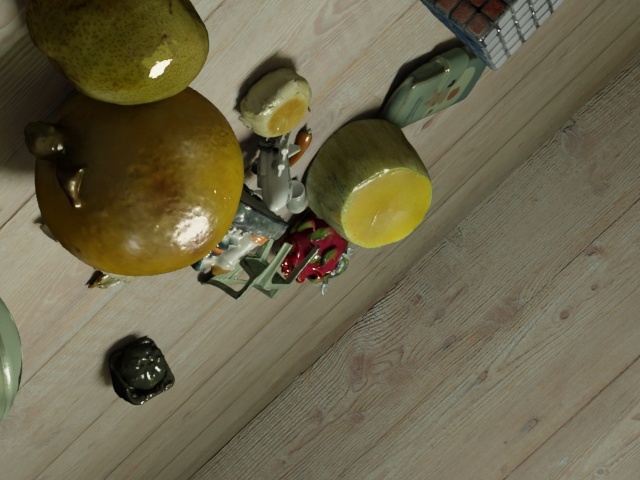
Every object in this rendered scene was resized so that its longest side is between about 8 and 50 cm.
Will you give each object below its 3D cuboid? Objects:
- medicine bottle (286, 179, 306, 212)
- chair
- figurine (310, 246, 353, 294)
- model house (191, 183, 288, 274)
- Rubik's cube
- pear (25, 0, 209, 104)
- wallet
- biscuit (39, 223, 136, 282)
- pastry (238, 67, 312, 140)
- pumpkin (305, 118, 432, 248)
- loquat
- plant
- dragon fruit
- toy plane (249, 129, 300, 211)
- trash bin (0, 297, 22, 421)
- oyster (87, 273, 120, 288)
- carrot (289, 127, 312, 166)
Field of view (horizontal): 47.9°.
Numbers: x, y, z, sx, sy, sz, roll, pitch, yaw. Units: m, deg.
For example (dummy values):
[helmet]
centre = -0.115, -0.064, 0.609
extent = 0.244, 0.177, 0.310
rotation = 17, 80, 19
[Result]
[medicine bottle]
centre = -0.068, -0.117, 1.933
extent = 0.058, 0.058, 0.091
rotation = -38, 161, -13
[chair]
centre = -0.175, 0.070, 1.977
extent = 0.275, 0.190, 0.203
rotation = -55, 157, 11
[figurine]
centre = 0.004, 0.080, 2.383
extent = 0.265, 0.140, 0.193
rotation = 3, 109, -48
[model house]
centre = -0.259, -0.006, 1.604
extent = 0.301, 0.190, 0.271
rotation = -44, 162, 8
[Rubik's cube]
centre = 0.367, -0.555, 1.583
extent = 0.238, 0.237, 0.237
rotation = -47, 161, 14
[pear]
centre = -0.272, -0.284, 0.959
extent = 0.211, 0.228, 0.188
rotation = -27, -154, 2
[wallet]
centre = 0.315, -0.426, 1.998
extent = 0.360, 0.083, 0.252
rotation = -29, 162, -32
[biscuit]
centre = -0.399, -0.004, 1.421
extent = 0.179, 0.084, 0.281
rotation = -35, 153, 8
[pastry]
centre = -0.091, -0.284, 1.490
extent = 0.166, 0.088, 0.166
rotation = -38, 160, -16
[pumpkin]
centre = 0.144, -0.139, 1.926
extent = 0.332, 0.199, 0.332
rotation = -15, 128, -19
[loquat]
centre = -0.301, -0.107, 1.122
extent = 0.328, 0.328, 0.359
rotation = -48, 147, 16
[plant]
centre = -0.496, 0.364, 1.984
extent = 0.141, 0.164, 0.256
rotation = -25, 170, -32
[dragon fruit]
centre = -0.009, 0.001, 2.137
extent = 0.273, 0.198, 0.218
rotation = -56, 140, -32
[toy plane]
centre = -0.105, -0.155, 1.610
extent = 0.255, 0.101, 0.251
rotation = -83, -170, -46
[trash bin]
centre = -0.687, 0.206, 1.103
extent = 0.432, 0.280, 0.280
rotation = -18, 149, -44
[oyster]
centre = -0.457, 0.063, 1.607
extent = 0.132, 0.029, 0.086
rotation = -25, 148, -34
[carrot]
centre = -0.051, -0.226, 1.777
extent = 0.035, 0.035, 0.142
rotation = -26, 160, -39
